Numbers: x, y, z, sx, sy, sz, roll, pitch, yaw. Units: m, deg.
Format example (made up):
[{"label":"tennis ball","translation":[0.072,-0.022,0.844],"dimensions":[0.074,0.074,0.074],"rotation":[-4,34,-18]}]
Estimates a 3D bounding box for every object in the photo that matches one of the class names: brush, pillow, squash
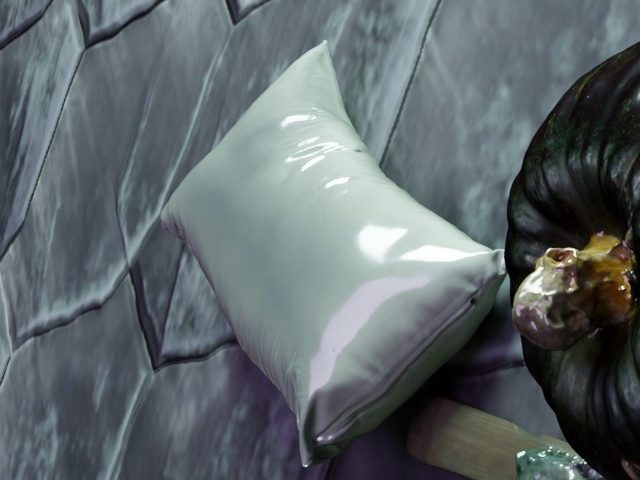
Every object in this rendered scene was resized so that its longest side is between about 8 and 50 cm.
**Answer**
[{"label":"brush","translation":[0.085,0.100,0.887],"dimensions":[0.190,0.028,0.034],"rotation":[16,87,61]},{"label":"pillow","translation":[0.000,-0.001,1.030],"dimensions":[0.144,0.078,0.254],"rotation":[-54,35,13]},{"label":"squash","translation":[0.147,0.009,0.708],"dimensions":[0.193,0.156,0.193],"rotation":[-165,90,-85]}]
